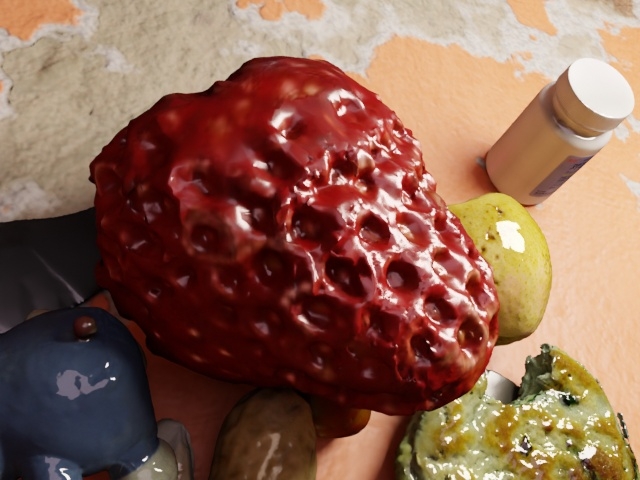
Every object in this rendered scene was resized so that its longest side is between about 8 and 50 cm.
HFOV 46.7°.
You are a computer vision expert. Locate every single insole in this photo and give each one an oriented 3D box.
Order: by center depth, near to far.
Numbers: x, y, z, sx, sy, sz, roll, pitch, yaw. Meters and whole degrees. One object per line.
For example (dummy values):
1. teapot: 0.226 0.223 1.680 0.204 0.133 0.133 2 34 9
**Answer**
1. insole: -0.247 0.008 0.755 0.348 0.009 0.119 -26 75 -30

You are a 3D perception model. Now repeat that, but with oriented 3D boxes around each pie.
1. pie: 0.211 0.251 0.740 0.302 0.067 0.302 9 63 -18

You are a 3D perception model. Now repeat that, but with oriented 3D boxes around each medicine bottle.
1. medicine bottle: 0.293 -0.131 0.923 0.102 0.187 0.103 9 59 -16

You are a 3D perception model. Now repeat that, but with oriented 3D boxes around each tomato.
1. tomato: 0.011 0.153 0.728 0.075 0.087 0.087 -14 62 13

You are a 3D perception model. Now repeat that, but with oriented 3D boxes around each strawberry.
1. strawberry: 0.000 0.000 0.651 0.345 0.295 0.317 27 11 26

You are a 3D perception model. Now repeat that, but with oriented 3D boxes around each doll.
1. doll: -0.262 0.143 0.590 0.258 0.154 0.228 -17 46 -12

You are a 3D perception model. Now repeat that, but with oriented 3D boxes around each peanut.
1. peanut: -0.061 0.235 0.639 0.103 0.098 0.229 29 58 -18

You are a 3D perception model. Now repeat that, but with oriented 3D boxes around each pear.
1. pear: 0.170 0.037 0.810 0.178 0.178 0.178 9 59 -15

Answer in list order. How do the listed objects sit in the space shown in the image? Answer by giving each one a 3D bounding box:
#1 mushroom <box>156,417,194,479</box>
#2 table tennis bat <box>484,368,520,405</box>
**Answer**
1. mushroom: -0.158 0.252 0.618 0.084 0.071 0.209 -2 46 27
2. table tennis bat: 0.151 0.183 0.797 0.234 0.022 0.131 35 58 -1
